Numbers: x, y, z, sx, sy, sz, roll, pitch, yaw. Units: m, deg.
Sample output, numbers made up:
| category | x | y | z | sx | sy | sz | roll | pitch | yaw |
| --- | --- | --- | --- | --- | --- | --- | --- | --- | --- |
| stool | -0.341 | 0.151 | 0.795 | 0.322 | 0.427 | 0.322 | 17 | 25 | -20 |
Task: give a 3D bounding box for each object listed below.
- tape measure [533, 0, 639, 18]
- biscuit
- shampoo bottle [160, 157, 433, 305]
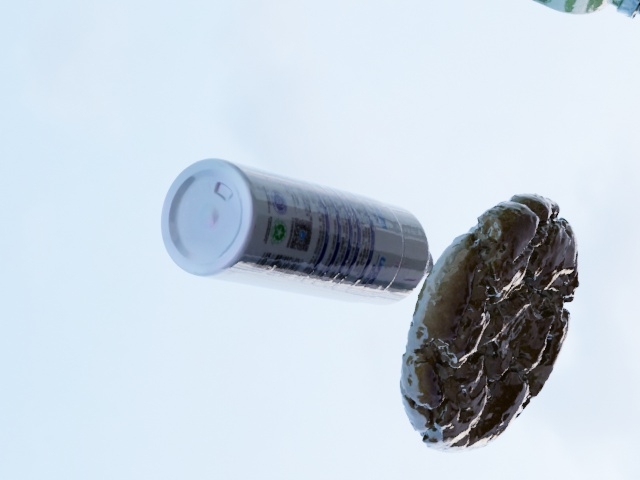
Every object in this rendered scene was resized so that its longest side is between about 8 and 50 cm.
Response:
| category | x | y | z | sx | sy | sz | roll | pitch | yaw |
| --- | --- | --- | --- | --- | --- | --- | --- | --- | --- |
| tape measure | 0.240 | -0.233 | 1.411 | 0.154 | 0.087 | 0.177 | 23 | -111 | 5 |
| biscuit | 0.136 | 0.066 | 1.493 | 0.226 | 0.042 | 0.226 | -34 | -44 | -40 |
| shampoo bottle | 0.000 | 0.000 | 1.552 | 0.303 | 0.092 | 0.092 | 11 | -112 | -55 |
